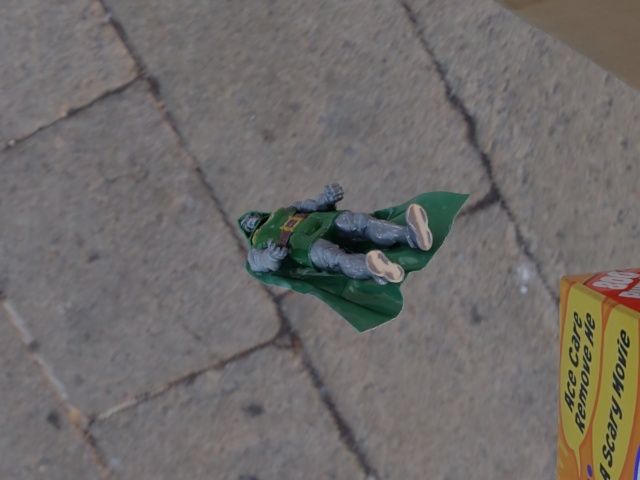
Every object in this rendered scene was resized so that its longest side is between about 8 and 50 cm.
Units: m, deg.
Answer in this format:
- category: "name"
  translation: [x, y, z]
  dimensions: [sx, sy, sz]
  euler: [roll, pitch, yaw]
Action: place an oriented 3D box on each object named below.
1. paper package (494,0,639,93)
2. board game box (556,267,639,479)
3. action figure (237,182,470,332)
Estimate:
- category: "paper package"
  translation: [0.252, -0.205, 0.699]
  dimensions: [0.324, 0.309, 0.168]
  euler: [-9, 70, 40]
- category: "board game box"
  translation: [0.333, 0.207, 0.582]
  dimensions: [0.356, 0.356, 0.357]
  euler: [-6, 104, -18]
- category: "action figure"
  translation: [0.000, 0.000, 1.129]
  dimensions: [0.232, 0.137, 0.063]
  euler: [6, 137, 57]
